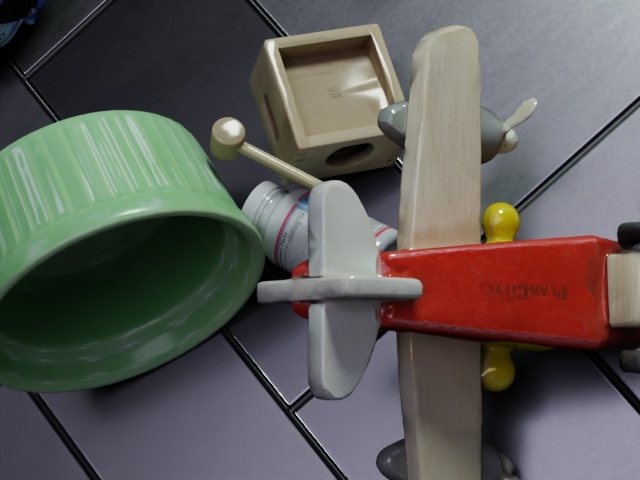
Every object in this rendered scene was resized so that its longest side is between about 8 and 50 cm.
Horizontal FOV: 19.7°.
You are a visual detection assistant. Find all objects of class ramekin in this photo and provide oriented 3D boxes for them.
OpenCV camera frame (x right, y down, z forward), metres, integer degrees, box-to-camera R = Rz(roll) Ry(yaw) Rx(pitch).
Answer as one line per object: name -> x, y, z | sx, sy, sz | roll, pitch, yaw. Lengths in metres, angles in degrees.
ramekin -> -0.221, 0.007, 1.834 | 0.303, 0.303, 0.148 | -31, 61, 8

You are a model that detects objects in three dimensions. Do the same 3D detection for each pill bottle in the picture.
pill bottle -> 0.000, 0.000, 1.871 | 0.160, 0.087, 0.087 | 26, 84, 23

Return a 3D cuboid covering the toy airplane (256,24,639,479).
toy airplane -> 0.123, 0.053, 1.719 | 0.384, 0.272, 0.386 | 46, 77, -8

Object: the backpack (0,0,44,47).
backpack -> -0.391, -0.280, 2.062 | 0.158, 0.117, 0.173 | 39, 124, 19

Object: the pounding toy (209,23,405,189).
pounding toy -> -0.020, -0.106, 1.864 | 0.206, 0.094, 0.181 | -11, 69, -19
